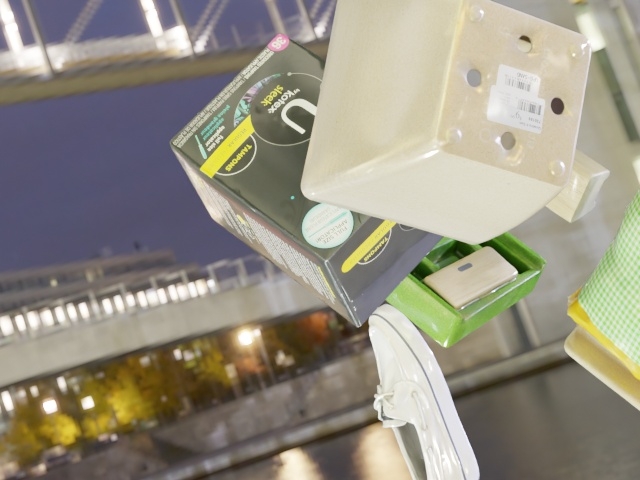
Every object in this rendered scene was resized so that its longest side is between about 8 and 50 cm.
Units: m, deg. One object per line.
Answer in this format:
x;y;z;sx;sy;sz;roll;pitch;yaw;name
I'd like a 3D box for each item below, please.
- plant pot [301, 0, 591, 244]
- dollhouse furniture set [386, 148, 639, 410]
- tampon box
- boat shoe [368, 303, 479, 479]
0.068;-0.065;0.601;0.109;0.109;0.096;15;-10;-24;plant pot
0.224;0.032;1.096;0.151;0.301;0.197;-23;-38;-43;dollhouse furniture set
-0.001;-0.043;0.886;0.120;0.161;0.101;-47;-31;-13;tampon box
0.115;0.219;1.654;0.088;0.267;0.096;-25;6;-23;boat shoe
